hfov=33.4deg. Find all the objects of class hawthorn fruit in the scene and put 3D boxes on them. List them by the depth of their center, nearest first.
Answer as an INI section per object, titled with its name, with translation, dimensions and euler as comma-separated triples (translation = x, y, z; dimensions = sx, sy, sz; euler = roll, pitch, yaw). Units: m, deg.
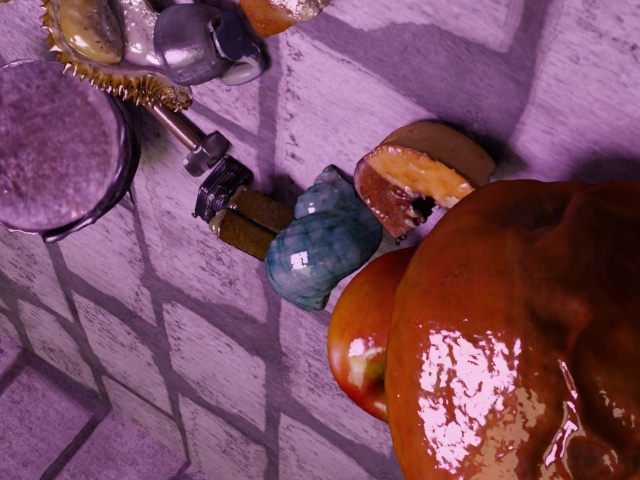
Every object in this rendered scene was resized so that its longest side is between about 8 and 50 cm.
[hawthorn fruit]
translation = 0.283, 0.149, 1.186
dimensions = 0.471, 0.472, 0.472
euler = 30, 152, 17

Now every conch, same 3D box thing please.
[conch]
translation = 0.000, -0.004, 1.586
dimensions = 0.134, 0.202, 0.196
euler = 35, 167, -38

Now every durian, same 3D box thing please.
[durian]
translation = -0.286, -0.293, 1.540
dimensions = 0.166, 0.172, 0.306
euler = -39, 83, 22

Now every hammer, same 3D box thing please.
[hammer]
translation = -0.302, -0.251, 1.731
dimensions = 0.365, 0.043, 0.111
euler = 45, 154, -7

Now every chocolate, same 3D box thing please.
[chocolate]
translation = -0.441, -0.155, 1.826
dimensions = 0.303, 0.303, 0.213
euler = 36, -172, 5

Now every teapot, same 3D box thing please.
[teapot]
translation = -0.148, -0.255, 1.450
dimensions = 0.108, 0.111, 0.149
euler = -3, 128, 34

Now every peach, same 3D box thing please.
[peach]
translation = 0.144, 0.121, 1.529
dimensions = 0.248, 0.275, 0.245
euler = 26, 116, -3

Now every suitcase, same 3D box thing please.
[suitcase]
translation = -0.166, -0.076, 1.774
dimensions = 0.059, 0.086, 0.126
euler = 35, 153, 5

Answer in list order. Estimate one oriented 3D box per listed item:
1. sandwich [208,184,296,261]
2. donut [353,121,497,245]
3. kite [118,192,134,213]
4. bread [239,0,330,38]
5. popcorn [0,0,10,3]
[sandwich]
translation = -0.102, -0.030, 1.720
dimensions = 0.184, 0.109, 0.160
euler = 30, 180, -32
[donut]
translation = 0.132, -0.089, 1.381
dimensions = 0.141, 0.085, 0.217
euler = 46, 152, -13
[kite]
translation = -0.429, -0.160, 2.054
dimensions = 0.169, 0.015, 0.310
euler = 35, 154, 8
[bread]
translation = -0.068, -0.319, 1.310
dimensions = 0.154, 0.054, 0.136
euler = -9, 124, 53
[popcorn]
translation = -0.459, -0.426, 1.544
dimensions = 0.173, 0.142, 0.173
euler = 50, -179, -1
